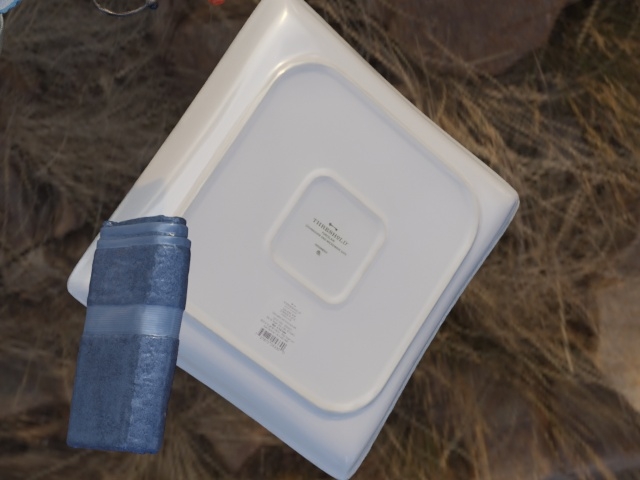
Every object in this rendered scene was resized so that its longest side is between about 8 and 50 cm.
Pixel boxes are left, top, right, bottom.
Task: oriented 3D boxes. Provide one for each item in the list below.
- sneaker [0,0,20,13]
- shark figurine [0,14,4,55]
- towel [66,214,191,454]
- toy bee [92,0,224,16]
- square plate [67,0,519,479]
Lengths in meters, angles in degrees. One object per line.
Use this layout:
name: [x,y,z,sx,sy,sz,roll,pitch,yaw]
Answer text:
sneaker: [-0.191,-0.261,0.858,0.092,0.087,0.229,31,115,-13]
shark figurine: [-0.423,-0.141,1.298,0.278,0.116,0.166,-7,101,39]
towel: [-0.093,0.047,0.622,0.029,0.119,0.067,16,167,-41]
toy bee: [-0.118,-0.334,1.309,0.298,0.195,0.162,-31,162,-4]
square plate: [0.000,0.000,1.149,0.347,0.049,0.344,38,77,-23]
